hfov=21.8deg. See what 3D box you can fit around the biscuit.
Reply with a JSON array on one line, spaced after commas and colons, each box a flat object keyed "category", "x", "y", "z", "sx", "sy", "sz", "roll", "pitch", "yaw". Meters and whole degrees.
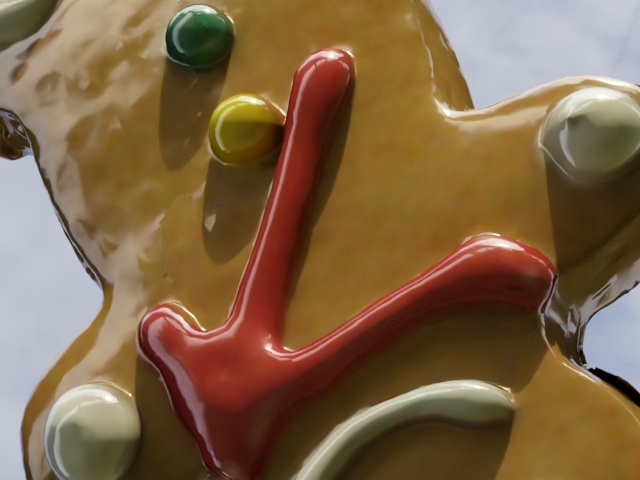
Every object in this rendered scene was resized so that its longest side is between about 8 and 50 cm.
[{"category": "biscuit", "x": 0.000, "y": 0.000, "z": 0.484, "sx": 0.216, "sy": 0.047, "sz": 0.340, "roll": -28, "pitch": -127, "yaw": 10}]
